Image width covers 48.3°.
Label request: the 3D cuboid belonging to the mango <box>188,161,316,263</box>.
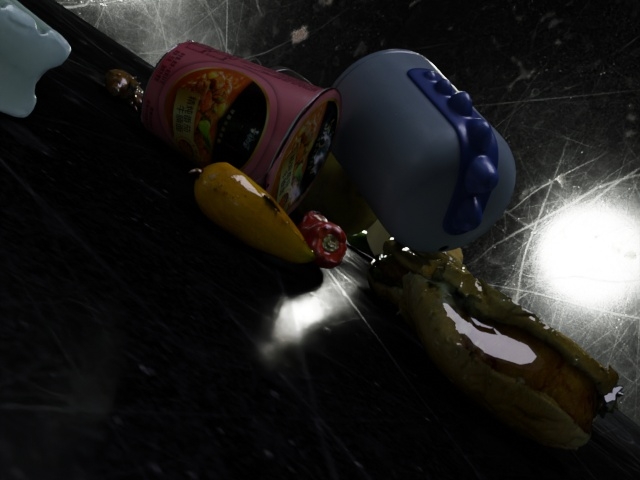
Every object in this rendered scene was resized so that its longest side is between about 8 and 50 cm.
[{"bbox_3d":[-0.077,-0.026,0.823,0.187,0.066,0.101,38,-4,-35],"label":"mango"}]

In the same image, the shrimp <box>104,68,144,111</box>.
[{"bbox_3d":[-0.327,-0.260,1.276,0.132,0.051,0.187,34,3,-12],"label":"shrimp"}]

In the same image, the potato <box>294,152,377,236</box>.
[{"bbox_3d":[0.030,-0.103,1.433,0.149,0.197,0.228,8,-11,-33],"label":"potato"}]

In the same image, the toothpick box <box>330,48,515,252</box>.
[{"bbox_3d":[0.167,-0.143,1.154,0.263,0.263,0.354,31,22,-41],"label":"toothpick box"}]

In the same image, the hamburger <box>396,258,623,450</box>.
[{"bbox_3d":[0.230,0.145,0.866,0.309,0.132,0.211,35,6,-2],"label":"hamburger"}]

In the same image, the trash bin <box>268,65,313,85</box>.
[{"bbox_3d":[-0.151,-0.238,1.358,0.250,0.219,0.220,32,1,38],"label":"trash bin"}]

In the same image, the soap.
[{"bbox_3d":[-0.366,-0.228,0.648,0.265,0.087,0.160,39,7,32],"label":"soap"}]

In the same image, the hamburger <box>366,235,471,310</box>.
[{"bbox_3d":[0.166,0.079,1.196,0.183,0.130,0.206,34,24,6],"label":"hamburger"}]

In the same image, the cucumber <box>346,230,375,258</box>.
[{"bbox_3d":[0.142,0.023,1.684,0.250,0.056,0.056,29,9,-42],"label":"cucumber"}]

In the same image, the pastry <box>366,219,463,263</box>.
[{"bbox_3d":[0.210,0.012,1.584,0.265,0.133,0.265,40,22,-20],"label":"pastry"}]

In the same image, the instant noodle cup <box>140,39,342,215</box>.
[{"bbox_3d":[-0.128,-0.180,1.101,0.255,0.244,0.244,28,4,12],"label":"instant noodle cup"}]

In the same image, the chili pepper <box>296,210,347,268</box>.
[{"bbox_3d":[0.000,0.000,1.030,0.071,0.073,0.123,-8,11,-6],"label":"chili pepper"}]

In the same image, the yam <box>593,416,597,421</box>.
[{"bbox_3d":[0.510,0.318,1.468,0.057,0.056,0.241,36,6,0],"label":"yam"}]
